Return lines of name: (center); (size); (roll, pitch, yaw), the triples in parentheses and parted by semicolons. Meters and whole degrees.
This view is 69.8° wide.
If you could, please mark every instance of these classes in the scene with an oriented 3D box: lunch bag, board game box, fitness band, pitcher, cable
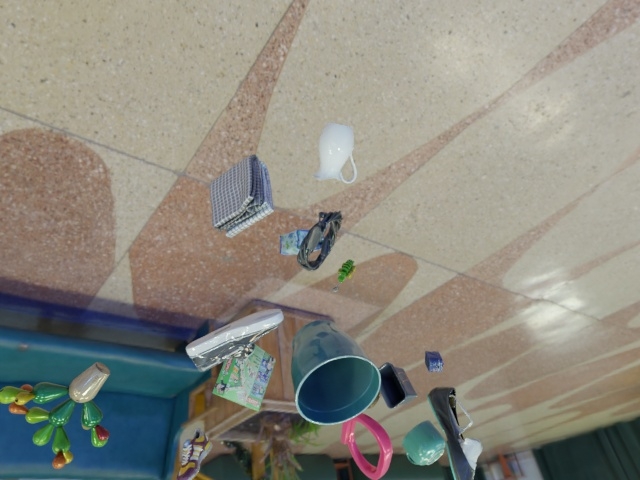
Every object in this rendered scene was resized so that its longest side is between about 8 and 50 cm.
lunch bag: (-0.061, 0.009, 1.758); (0.151, 0.096, 0.129); (8, 166, -35)
board game box: (-0.273, 0.502, 1.717); (0.046, 0.213, 0.317); (10, 155, 22)
fitness band: (0.169, 0.750, 1.686); (0.054, 0.209, 0.290); (-26, 134, -36)
pitcher: (0.071, -0.318, 1.688); (0.178, 0.125, 0.206); (6, 105, -30)
cable: (0.000, 0.000, 1.233); (0.151, 0.047, 0.184); (-26, 139, -59)
lunch bag: (0.486, 0.515, 1.948); (0.065, 0.098, 0.067); (-1, 107, -1)

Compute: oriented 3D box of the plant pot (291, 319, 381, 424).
plant pot: (0.020, 0.402, 1.491); (0.272, 0.255, 0.271); (-8, 118, -15)

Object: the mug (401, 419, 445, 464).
mug: (0.353, 0.688, 1.533); (0.130, 0.097, 0.157); (-32, 138, -12)

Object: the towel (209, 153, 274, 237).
towel: (-0.317, -0.178, 1.783); (0.235, 0.283, 0.121); (-29, 137, 21)

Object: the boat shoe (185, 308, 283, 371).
boat shoe: (-0.230, 0.288, 1.297); (0.302, 0.102, 0.108); (-25, -173, 6)

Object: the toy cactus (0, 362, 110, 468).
toy cactus: (-0.466, 0.304, 0.838); (0.219, 0.112, 0.180); (43, 86, -18)

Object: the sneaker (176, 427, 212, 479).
sneaker: (-0.415, 0.681, 1.451); (0.070, 0.185, 0.083); (-27, 100, 16)

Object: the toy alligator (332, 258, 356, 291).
toy alligator: (0.097, 0.130, 1.855); (0.056, 0.189, 0.051); (18, 133, 21)

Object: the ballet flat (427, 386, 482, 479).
ballet flat: (0.378, 0.533, 1.253); (0.096, 0.280, 0.095); (-27, 146, 19)

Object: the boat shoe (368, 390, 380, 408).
boat shoe: (0.191, 0.543, 1.679); (0.056, 0.049, 0.152); (15, 105, -14)

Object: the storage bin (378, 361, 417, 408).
storage bin: (0.256, 0.472, 1.504); (0.091, 0.135, 0.098); (18, 124, -43)
